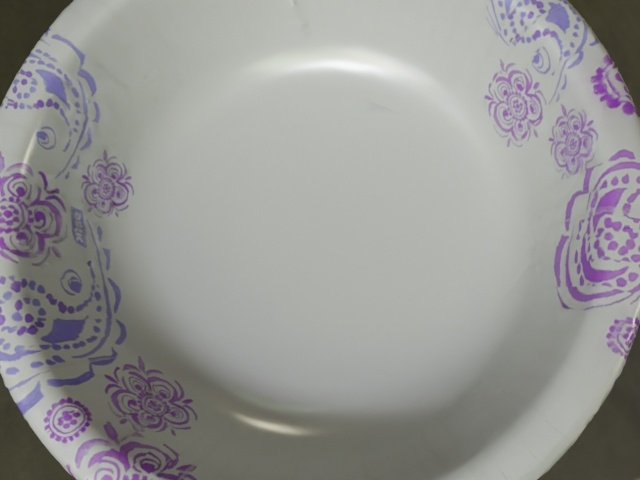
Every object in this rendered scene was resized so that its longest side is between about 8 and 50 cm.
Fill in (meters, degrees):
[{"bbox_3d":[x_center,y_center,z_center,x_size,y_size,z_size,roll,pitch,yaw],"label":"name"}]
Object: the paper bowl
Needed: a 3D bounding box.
[{"bbox_3d":[0.000,0.000,0.466,0.148,0.284,0.284,58,17,-75],"label":"paper bowl"}]
